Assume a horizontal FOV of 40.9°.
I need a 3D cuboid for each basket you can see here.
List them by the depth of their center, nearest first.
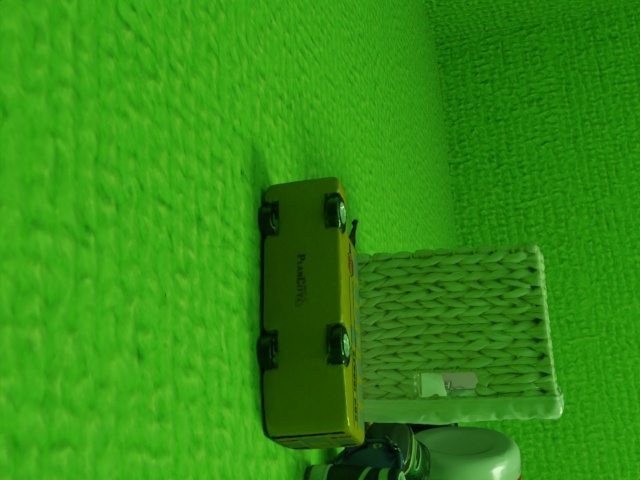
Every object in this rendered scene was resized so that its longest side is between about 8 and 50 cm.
[{"bbox_3d":[0.225,0.162,1.423,0.331,0.328,0.266,31,56,-72],"label":"basket"}]

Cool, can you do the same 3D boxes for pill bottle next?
[{"bbox_3d":[0.277,0.587,1.662,0.229,0.229,0.408,-26,113,-75],"label":"pill bottle"}]

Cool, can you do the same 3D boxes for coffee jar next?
[{"bbox_3d":[0.134,0.373,1.482,0.184,0.079,0.096,57,37,-56],"label":"coffee jar"}]

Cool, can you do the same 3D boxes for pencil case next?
[{"bbox_3d":[0.098,0.424,1.325,0.133,0.119,0.306,-104,174,-49],"label":"pencil case"}]

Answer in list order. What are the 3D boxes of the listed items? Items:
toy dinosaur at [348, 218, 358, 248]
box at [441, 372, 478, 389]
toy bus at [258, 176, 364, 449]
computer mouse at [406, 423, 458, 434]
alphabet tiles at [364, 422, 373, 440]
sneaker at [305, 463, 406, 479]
[{"bbox_3d":[0.054,0.008,1.463,0.082,0.090,0.047,-56,167,22],"label":"toy dinosaur"},{"bbox_3d":[0.251,0.242,1.809,0.243,0.213,0.117,-66,146,-62],"label":"box"},{"bbox_3d":[-0.008,0.090,1.108,0.130,0.108,0.333,54,31,-62],"label":"toy bus"},{"bbox_3d":[0.249,0.423,1.806,0.272,0.188,0.072,69,15,15],"label":"computer mouse"},{"bbox_3d":[0.103,0.371,1.560,0.278,0.021,0.284,60,27,-52],"label":"alphabet tiles"},{"bbox_3d":[0.059,0.424,1.100,0.099,0.153,0.282,56,29,-58],"label":"sneaker"}]
